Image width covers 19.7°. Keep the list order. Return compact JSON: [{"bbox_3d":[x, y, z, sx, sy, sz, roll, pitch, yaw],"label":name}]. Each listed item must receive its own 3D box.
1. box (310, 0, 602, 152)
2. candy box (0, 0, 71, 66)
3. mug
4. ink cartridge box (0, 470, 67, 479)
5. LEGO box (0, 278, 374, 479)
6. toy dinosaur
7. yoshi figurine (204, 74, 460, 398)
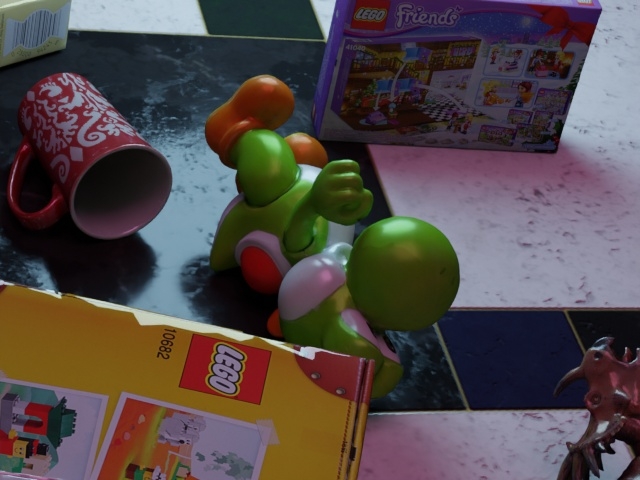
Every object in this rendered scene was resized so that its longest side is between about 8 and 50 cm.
[{"bbox_3d":[0.151,-0.201,2.081,0.293,0.201,0.057,3,39,-14],"label":"box"},{"bbox_3d":[-0.456,-0.253,2.051,0.316,0.087,0.183,-22,48,-41],"label":"candy box"},{"bbox_3d":[-0.255,-0.091,1.894,0.150,0.113,0.169,-9,39,-30],"label":"mug"},{"bbox_3d":[-0.187,0.225,1.224,0.099,0.056,0.135,9,38,-5],"label":"ink cartridge box"},{"bbox_3d":[-0.178,0.274,1.372,0.372,0.193,0.500,13,37,-1],"label":"LEGO box"},{"bbox_3d":[0.283,0.246,1.619,0.200,0.127,0.295,12,49,10],"label":"toy dinosaur"},{"bbox_3d":[0.026,-0.010,1.810,0.203,0.203,0.362,0,42,-28],"label":"yoshi figurine"}]
